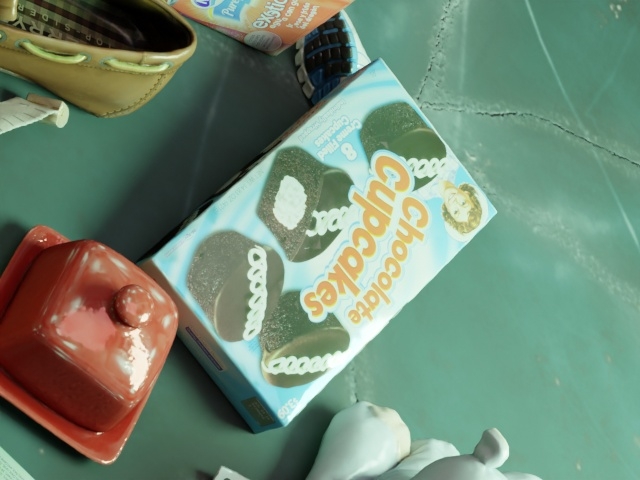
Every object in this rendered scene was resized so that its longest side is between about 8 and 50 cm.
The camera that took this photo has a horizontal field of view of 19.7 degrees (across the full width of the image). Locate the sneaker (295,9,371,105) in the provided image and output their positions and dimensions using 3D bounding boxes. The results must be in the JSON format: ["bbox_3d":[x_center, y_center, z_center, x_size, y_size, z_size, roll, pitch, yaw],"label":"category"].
[{"bbox_3d":[0.036,-0.140,1.797,0.083,0.071,0.191,-12,87,-50],"label":"sneaker"}]

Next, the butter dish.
[{"bbox_3d":[-0.175,0.069,1.465,0.160,0.118,0.160,40,48,-20],"label":"butter dish"}]

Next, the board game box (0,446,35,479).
[{"bbox_3d":[-0.274,0.229,1.264,0.317,0.046,0.213,47,47,-14],"label":"board game box"}]

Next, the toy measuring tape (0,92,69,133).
[{"bbox_3d":[-0.297,-0.029,1.434,0.121,0.121,0.330,59,27,-3],"label":"toy measuring tape"}]

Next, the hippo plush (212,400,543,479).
[{"bbox_3d":[0.090,0.222,1.539,0.294,0.236,0.234,28,54,-29],"label":"hippo plush"}]

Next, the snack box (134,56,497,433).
[{"bbox_3d":[0.000,0.000,1.651,0.322,0.060,0.187,-44,101,-32],"label":"snack box"}]

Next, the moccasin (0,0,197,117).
[{"bbox_3d":[-0.274,-0.213,1.493,0.380,0.147,0.139,28,53,-29],"label":"moccasin"}]

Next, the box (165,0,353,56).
[{"bbox_3d":[-0.055,-0.352,1.758,0.154,0.142,0.300,22,57,-32],"label":"box"}]
